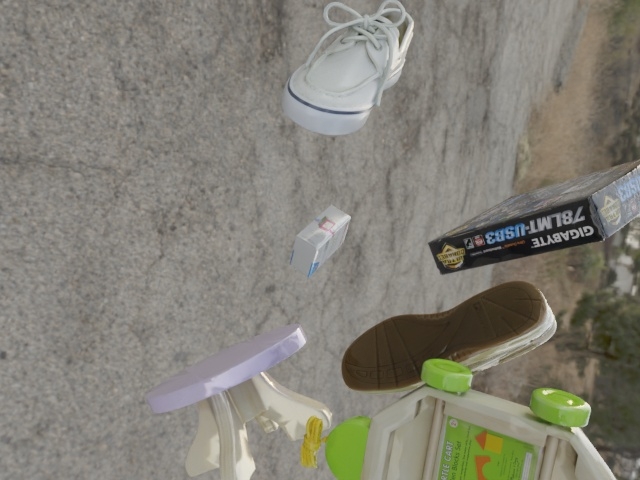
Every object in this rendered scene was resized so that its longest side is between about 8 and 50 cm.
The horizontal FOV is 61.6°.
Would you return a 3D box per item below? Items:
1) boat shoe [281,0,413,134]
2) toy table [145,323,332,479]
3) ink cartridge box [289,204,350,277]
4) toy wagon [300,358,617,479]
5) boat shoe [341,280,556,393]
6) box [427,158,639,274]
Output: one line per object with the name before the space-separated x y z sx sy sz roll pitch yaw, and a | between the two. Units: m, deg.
boat shoe | 0.067 -0.287 0.807 0.367 0.136 0.156 -47 164 -49
toy table | -0.123 0.259 0.845 0.160 0.275 0.252 65 23 -3
ink cartridge box | 0.000 0.000 1.054 0.122 0.052 0.088 -42 159 -40
toy wagon | 0.142 0.272 0.609 0.068 0.345 0.266 -3 103 -63
boat shoe | 0.174 0.152 0.751 0.098 0.303 0.109 43 29 -43
box | 0.382 -0.044 0.901 0.296 0.293 0.073 -23 91 -38
